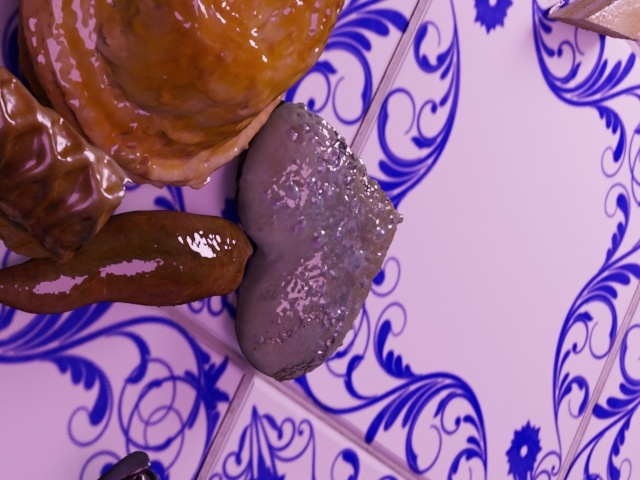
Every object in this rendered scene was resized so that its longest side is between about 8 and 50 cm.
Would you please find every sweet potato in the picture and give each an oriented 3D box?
[{"bbox_3d":[-0.136,0.017,1.356,0.244,0.077,0.077,-7,105,-51],"label":"sweet potato"}]

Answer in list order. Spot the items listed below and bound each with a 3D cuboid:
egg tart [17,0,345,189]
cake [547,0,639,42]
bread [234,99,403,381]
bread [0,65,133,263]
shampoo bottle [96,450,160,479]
[{"bbox_3d":[-0.075,-0.184,1.335,0.319,0.128,0.319,-19,115,-47],"label":"egg tart"},{"bbox_3d":[0.269,-0.211,1.775,0.121,0.052,0.065,-25,120,-43],"label":"cake"},{"bbox_3d":[0.000,0.000,1.510,0.172,0.064,0.232,-16,113,-49],"label":"bread"},{"bbox_3d":[-0.240,-0.077,1.197,0.269,0.098,0.087,39,62,-46],"label":"bread"},{"bbox_3d":[-0.100,0.271,1.444,0.101,0.101,0.284,-49,132,-29],"label":"shampoo bottle"}]
